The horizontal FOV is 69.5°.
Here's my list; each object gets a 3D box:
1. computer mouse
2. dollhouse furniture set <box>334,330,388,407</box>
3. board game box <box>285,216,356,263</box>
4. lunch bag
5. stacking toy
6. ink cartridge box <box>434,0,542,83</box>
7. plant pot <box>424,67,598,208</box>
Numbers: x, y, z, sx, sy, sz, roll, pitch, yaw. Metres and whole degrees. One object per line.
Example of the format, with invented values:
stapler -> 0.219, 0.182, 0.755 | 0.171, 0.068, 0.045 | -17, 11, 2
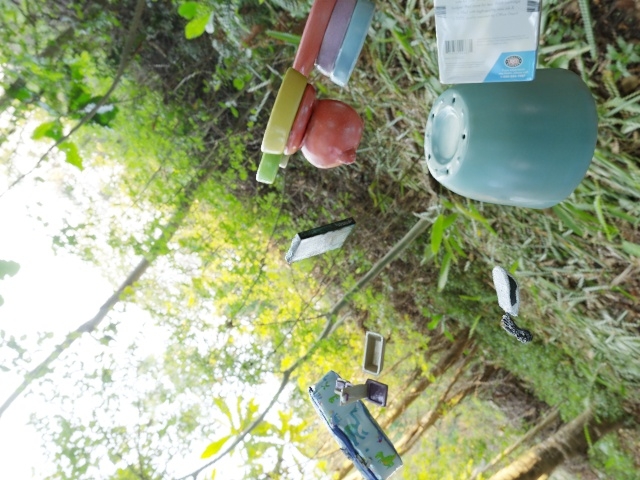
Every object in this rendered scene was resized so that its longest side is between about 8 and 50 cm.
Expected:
computer mouse -> 0.476, 0.150, 1.147 | 0.106, 0.042, 0.193 | -122, 16, -76
dollhouse furniture set -> 0.049, 0.197, 0.719 | 0.091, 0.114, 0.081 | 7, 180, 42
board game box -> 0.000, 0.000, 1.292 | 0.026, 0.186, 0.126 | 59, 146, 22
lunch bag -> 0.068, 0.386, 0.958 | 0.176, 0.090, 0.219 | 57, 169, -23
stacking toy -> 0.003, -0.221, 0.755 | 0.130, 0.309, 0.279 | 20, 159, -7
ink cartridge box -> 0.176, -0.261, 0.479 | 0.104, 0.060, 0.180 | 8, 140, 26
plant pot -> 0.361, -0.212, 0.956 | 0.235, 0.293, 0.293 | -1, -166, -15
